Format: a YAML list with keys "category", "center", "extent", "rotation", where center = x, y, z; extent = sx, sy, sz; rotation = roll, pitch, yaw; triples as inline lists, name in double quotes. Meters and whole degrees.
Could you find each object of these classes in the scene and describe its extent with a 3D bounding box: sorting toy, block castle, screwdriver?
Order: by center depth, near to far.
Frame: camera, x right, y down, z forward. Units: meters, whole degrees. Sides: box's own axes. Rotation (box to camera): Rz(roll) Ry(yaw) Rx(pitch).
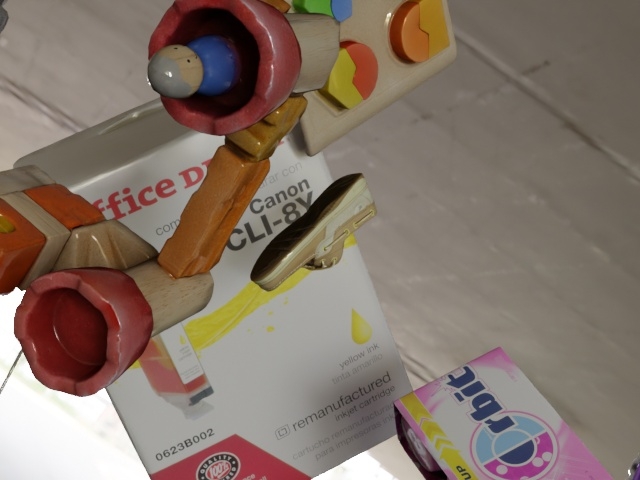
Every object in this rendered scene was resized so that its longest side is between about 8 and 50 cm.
- category: "block castle"
  center: [-0.242, -0.134, 0.760]
  extent: [0.453, 0.303, 0.213]
  rotation: [37, 24, 12]
- category: "sorting toy"
  center: [0.042, -0.198, 0.964]
  extent: [0.038, 0.193, 0.208]
  rotation: [27, -37, 43]
- category: "screwdriver"
  center: [-0.373, 0.193, 1.230]
  extent: [0.025, 0.170, 0.024]
  rotation: [17, -16, 10]

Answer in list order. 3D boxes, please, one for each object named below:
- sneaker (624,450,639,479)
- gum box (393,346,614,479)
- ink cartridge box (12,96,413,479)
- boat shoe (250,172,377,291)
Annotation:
- category: "sneaker"
  center: [0.343, 0.196, 0.988]
  extent: [0.095, 0.236, 0.104]
  rotation: [21, -11, -3]
- category: "gum box"
  center: [0.153, 0.187, 0.889]
  extent: [0.188, 0.107, 0.062]
  rotation: [52, -19, 41]
- category: "ink cartridge box"
  center: [-0.102, 0.057, 1.096]
  extent: [0.384, 0.279, 0.160]
  rotation: [68, -12, -22]
- category: "boat shoe"
  center: [0.000, 0.000, 0.894]
  extent: [0.050, 0.135, 0.045]
  rotation: [-2, -53, 57]
